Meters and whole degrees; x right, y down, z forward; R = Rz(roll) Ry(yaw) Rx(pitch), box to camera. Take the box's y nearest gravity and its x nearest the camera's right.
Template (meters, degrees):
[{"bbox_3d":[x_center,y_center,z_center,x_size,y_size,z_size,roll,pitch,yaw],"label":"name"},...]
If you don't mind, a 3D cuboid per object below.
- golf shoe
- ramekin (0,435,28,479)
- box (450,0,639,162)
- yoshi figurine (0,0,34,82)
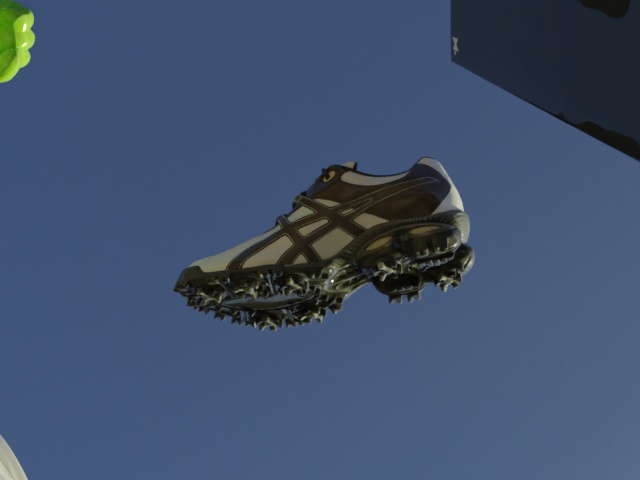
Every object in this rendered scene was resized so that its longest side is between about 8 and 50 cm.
[{"bbox_3d":[0.000,0.000,0.829,0.198,0.077,0.094,-10,-120,9],"label":"golf shoe"},{"bbox_3d":[-0.267,0.153,0.586,0.273,0.273,0.127,27,-32,6],"label":"ramekin"},{"bbox_3d":[0.191,-0.115,0.594,0.184,0.261,0.103,-11,-68,-13],"label":"box"},{"bbox_3d":[-0.302,-0.094,0.859,0.203,0.203,0.362,4,-39,-17],"label":"yoshi figurine"}]
